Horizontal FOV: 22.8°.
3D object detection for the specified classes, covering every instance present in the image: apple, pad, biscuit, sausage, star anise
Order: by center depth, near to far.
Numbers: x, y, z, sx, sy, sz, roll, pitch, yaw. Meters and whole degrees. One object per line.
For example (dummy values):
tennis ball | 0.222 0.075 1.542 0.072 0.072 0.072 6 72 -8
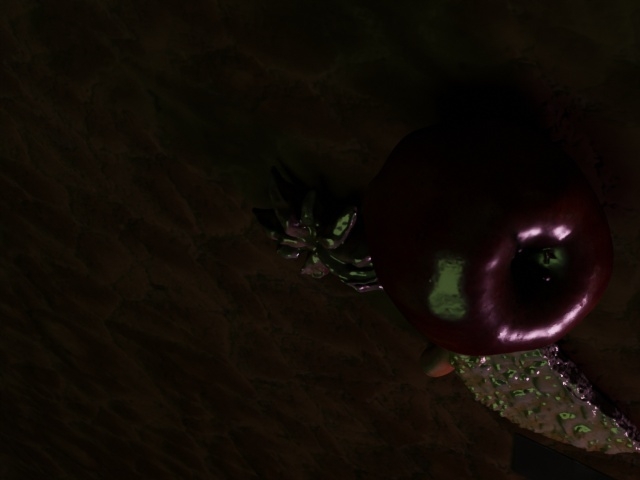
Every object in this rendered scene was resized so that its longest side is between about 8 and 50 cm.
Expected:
apple | 0.146 -0.007 1.451 0.234 0.234 0.234 26 153 14
star anise | 0.000 0.000 1.777 0.182 0.065 0.195 29 158 10
biscuit | 0.234 0.162 1.789 0.141 0.038 0.290 -20 128 41
sausage | 0.154 0.118 1.839 0.177 0.040 0.047 119 138 -64
pad | 0.331 0.310 2.013 0.193 0.004 0.116 25 152 17
